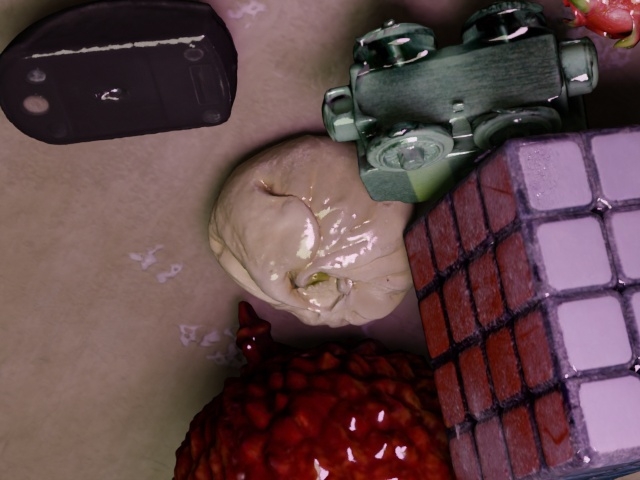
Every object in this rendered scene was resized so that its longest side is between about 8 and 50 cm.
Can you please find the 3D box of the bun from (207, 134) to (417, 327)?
[{"bbox_3d":[0.000,0.000,1.940,0.259,0.160,0.259,1,124,2],"label":"bun"}]

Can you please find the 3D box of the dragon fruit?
[{"bbox_3d":[0.362,-0.275,1.734,0.236,0.135,0.137,-1,123,-2],"label":"dragon fruit"}]

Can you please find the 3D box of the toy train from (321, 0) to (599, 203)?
[{"bbox_3d":[0.158,-0.139,1.787,0.299,0.167,0.238,-8,158,11],"label":"toy train"}]

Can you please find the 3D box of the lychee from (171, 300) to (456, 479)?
[{"bbox_3d":[0.010,0.301,2.021,0.424,0.424,0.500,-38,73,26],"label":"lychee"}]

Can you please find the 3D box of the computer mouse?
[{"bbox_3d":[-0.227,-0.197,1.832,0.269,0.100,0.170,-5,145,4],"label":"computer mouse"}]

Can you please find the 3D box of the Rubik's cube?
[{"bbox_3d":[0.320,0.079,1.748,0.337,0.343,0.344,-7,169,-17],"label":"Rubik's cube"}]
